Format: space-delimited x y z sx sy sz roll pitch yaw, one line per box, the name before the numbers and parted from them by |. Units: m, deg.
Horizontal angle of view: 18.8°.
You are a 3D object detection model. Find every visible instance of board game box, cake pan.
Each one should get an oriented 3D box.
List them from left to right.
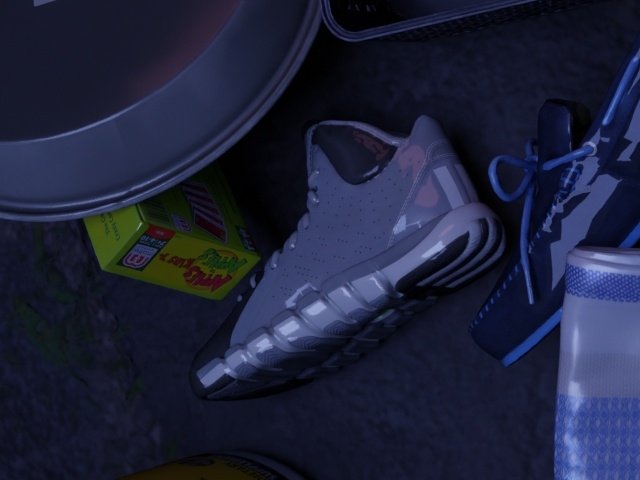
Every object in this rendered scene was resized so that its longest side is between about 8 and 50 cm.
cake pan | -0.139 -0.148 1.142 0.293 0.054 0.293 -11 56 17
board game box | -0.110 -0.052 1.166 0.043 0.092 0.181 -46 48 26

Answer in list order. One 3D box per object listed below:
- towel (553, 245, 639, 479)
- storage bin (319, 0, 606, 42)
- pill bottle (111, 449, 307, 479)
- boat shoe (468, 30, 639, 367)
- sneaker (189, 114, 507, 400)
towel | 0.226 0.139 1.005 0.209 0.034 0.285 1 98 1
storage bin | 0.090 -0.184 1.078 0.180 0.084 0.122 -10 90 30
pill bottle | -0.127 0.237 1.101 0.188 0.334 0.188 3 97 30
boat shoe | 0.155 -0.051 1.049 0.089 0.109 0.258 37 98 4
sneaker | 0.000 0.000 1.161 0.229 0.086 0.132 -31 68 27
